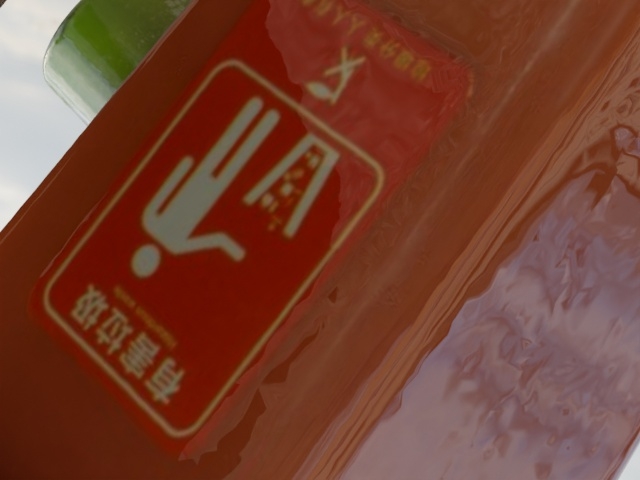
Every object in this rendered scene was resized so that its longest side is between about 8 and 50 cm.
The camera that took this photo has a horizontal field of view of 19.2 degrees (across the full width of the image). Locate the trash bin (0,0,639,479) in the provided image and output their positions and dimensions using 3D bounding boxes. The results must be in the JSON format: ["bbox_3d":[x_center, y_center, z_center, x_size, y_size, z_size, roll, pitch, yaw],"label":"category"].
[{"bbox_3d":[0.015,0.024,0.493,0.161,0.238,0.184,38,-176,40],"label":"trash bin"}]

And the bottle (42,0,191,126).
[{"bbox_3d":[0.000,0.000,0.941,0.330,0.093,0.093,46,-160,14],"label":"bottle"}]

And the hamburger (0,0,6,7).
[{"bbox_3d":[-0.111,-0.087,0.469,0.087,0.102,0.176,19,-139,-20],"label":"hamburger"}]
